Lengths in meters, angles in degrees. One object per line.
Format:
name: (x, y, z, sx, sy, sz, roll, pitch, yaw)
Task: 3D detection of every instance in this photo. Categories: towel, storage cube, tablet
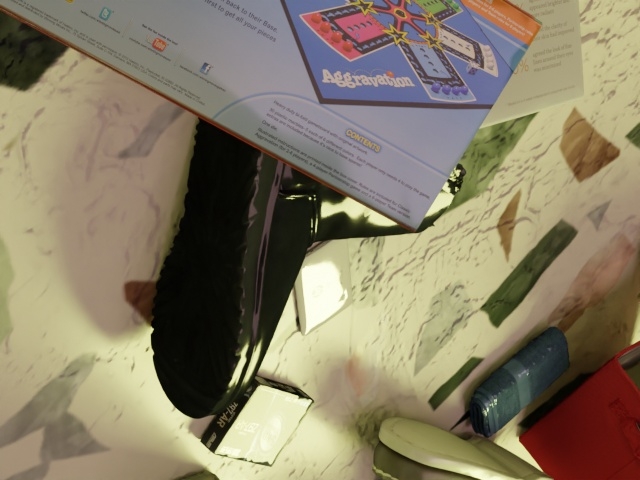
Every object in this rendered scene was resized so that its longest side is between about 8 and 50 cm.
towel: (0.192, 0.136, 1.385, 0.119, 0.029, 0.067, -37, 142, -20)
storage cube: (0.358, 0.201, 1.445, 0.215, 0.183, 0.193, -22, 160, -37)
tablet: (0.003, 0.034, 1.100, 0.054, 0.006, 0.083, -33, 140, -25)

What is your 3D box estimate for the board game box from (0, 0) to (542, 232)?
board game box: (-0.026, -0.128, 0.785, 0.281, 0.027, 0.145, 28, 100, -22)

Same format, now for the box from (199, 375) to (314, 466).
box: (-0.049, 0.142, 1.123, 0.067, 0.018, 0.083, -56, 145, 4)

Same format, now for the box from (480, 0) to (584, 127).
box: (0.089, -0.163, 0.903, 0.130, 0.091, 0.170, -18, 108, -39)

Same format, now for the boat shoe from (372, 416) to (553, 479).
boat shoe: (0.127, 0.232, 1.324, 0.091, 0.109, 0.305, -60, 148, 2)

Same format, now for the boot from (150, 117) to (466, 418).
boot: (0.000, 0.000, 0.989, 0.207, 0.094, 0.246, -7, 119, -41)

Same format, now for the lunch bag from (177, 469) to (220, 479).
lunch bag: (-0.098, 0.339, 1.049, 0.287, 0.235, 0.169, -45, 139, -10)
